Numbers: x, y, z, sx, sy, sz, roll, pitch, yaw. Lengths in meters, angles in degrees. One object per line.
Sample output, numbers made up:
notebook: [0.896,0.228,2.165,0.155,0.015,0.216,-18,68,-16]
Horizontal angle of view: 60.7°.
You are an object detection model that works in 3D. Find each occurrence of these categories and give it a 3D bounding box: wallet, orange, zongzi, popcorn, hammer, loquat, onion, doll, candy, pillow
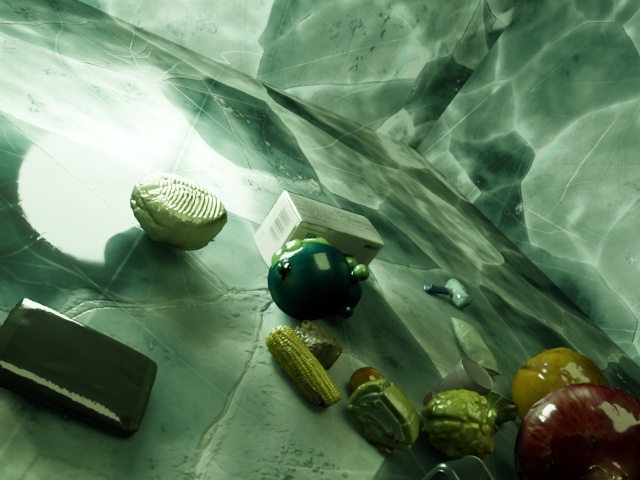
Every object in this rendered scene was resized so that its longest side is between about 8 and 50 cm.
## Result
wallet: [-0.375,0.194,0.836,0.245,0.052,0.168,33,23,-18]
orange: [0.104,0.319,1.209,0.083,0.070,0.083,34,11,-8]
zongzi: [0.434,0.446,1.465,0.154,0.062,0.130,-2,20,-32]
popcorn: [0.306,0.413,1.204,0.173,0.173,0.142,29,29,-15]
hammer: [0.444,0.181,1.944,0.194,0.069,0.116,11,33,-29]
loquat: [0.692,0.446,1.536,0.276,0.276,0.284,7,39,-47]
onion: [0.615,0.501,1.204,0.347,0.347,0.285,38,10,5]
doll: [-0.003,0.102,1.325,0.322,0.198,0.186,21,39,-50]
candy: [-0.011,0.233,1.217,0.095,0.085,0.110,30,11,-34]
pillow: [0.489,0.331,1.726,0.128,0.051,0.229,31,22,-18]

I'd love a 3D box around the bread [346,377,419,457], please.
bread: [0.130,0.358,1.109,0.156,0.117,0.064,43,23,17]

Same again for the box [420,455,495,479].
box: [0.212,0.471,0.911,0.090,0.201,0.144,11,34,-37]

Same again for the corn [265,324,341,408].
corn: [-0.038,0.261,1.131,0.203,0.072,0.072,47,26,21]

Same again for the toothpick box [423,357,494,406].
toothpick box: [0.333,0.369,1.321,0.098,0.149,0.098,29,24,-15]

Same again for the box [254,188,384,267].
box: [0.002,0.000,1.542,0.333,0.173,0.145,15,33,-39]

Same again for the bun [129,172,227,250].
bun: [-0.330,-0.053,1.248,0.220,0.134,0.220,24,27,-13]
